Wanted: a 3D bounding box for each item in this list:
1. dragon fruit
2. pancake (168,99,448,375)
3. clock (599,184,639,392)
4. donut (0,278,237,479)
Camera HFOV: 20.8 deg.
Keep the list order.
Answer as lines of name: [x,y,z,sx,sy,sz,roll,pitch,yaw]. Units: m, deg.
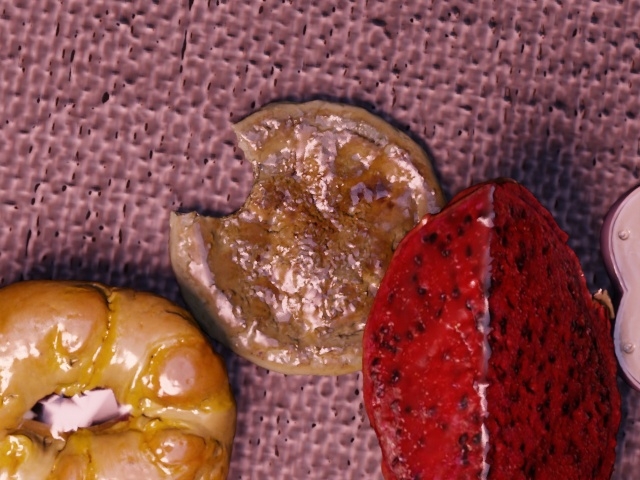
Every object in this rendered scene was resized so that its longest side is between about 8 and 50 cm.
dragon fruit: [0.141,0.119,1.453,0.205,0.152,0.317,11,78,-46]
pancake: [0.000,0.000,1.496,0.253,0.037,0.254,1,86,-8]
clock: [0.337,0.042,1.529,0.172,0.064,0.198,-1,88,-7]
donut: [-0.198,0.137,1.414,0.261,0.128,0.209,8,85,-8]
